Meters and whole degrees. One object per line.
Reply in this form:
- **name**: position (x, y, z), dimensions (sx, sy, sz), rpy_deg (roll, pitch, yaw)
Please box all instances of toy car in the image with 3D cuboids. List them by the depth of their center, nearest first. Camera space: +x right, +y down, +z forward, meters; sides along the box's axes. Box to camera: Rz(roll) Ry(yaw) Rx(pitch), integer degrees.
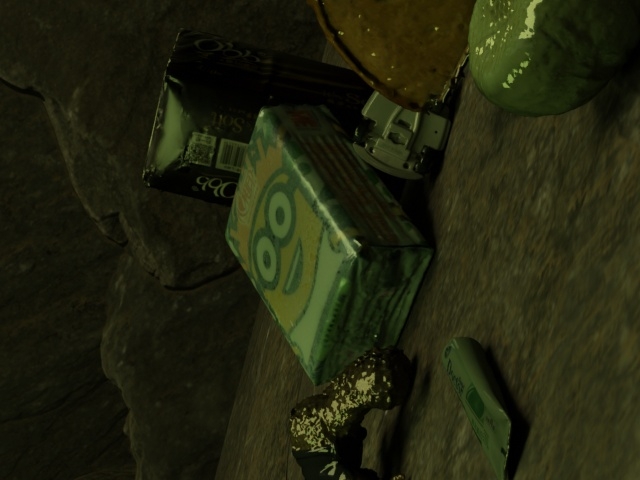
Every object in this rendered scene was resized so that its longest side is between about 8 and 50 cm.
- **toy car**: position (0.114, -0.155, 1.715), dimensions (0.139, 0.112, 0.112), rpy_deg (-65, -5, 13)

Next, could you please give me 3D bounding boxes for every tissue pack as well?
- **tissue pack**: position (0.000, 0.000, 1.732), dimensions (0.311, 0.128, 0.228), rpy_deg (57, 139, 41)
- **tissue pack**: position (-0.066, -0.148, 1.945), dimensions (0.198, 0.370, 0.210), rpy_deg (-88, 14, -57)

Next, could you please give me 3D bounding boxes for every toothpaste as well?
- **toothpaste**: position (0.144, 0.140, 1.227), dimensions (0.218, 0.041, 0.064), rpy_deg (-105, 18, -68)

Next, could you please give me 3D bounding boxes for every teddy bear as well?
- **teddy bear**: position (0.024, 0.231, 1.566), dimensions (0.182, 0.129, 0.251), rpy_deg (-46, -31, -77)

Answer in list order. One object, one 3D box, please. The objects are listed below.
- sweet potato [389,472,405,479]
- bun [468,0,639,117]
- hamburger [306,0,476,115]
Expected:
- **sweet potato**: position (0.072, 0.300, 1.502), dimensions (0.026, 0.026, 0.115), rpy_deg (-87, 13, -50)
- **bun**: position (0.198, -0.194, 1.102), dimensions (0.195, 0.118, 0.195), rpy_deg (-171, 90, -77)
- **hamburger**: position (0.079, -0.382, 1.350), dimensions (0.268, 0.287, 0.445), rpy_deg (-83, 13, -50)
